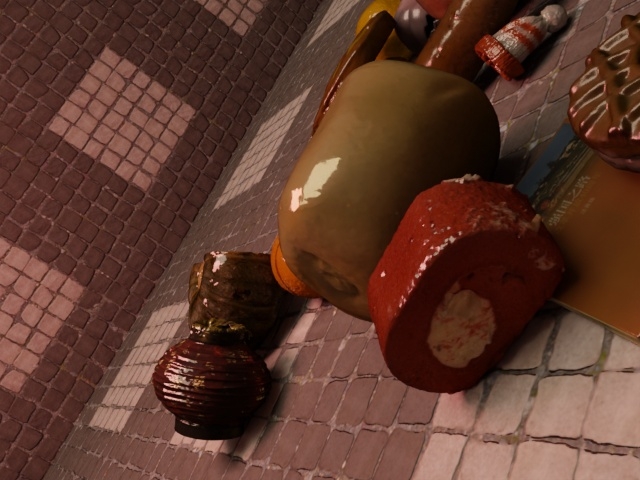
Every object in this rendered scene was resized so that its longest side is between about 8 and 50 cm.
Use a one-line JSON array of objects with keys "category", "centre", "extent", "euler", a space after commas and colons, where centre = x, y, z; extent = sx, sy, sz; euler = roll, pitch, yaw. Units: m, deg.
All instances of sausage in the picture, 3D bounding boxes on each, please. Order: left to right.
[{"category": "sausage", "centre": [0.268, -0.380, 1.394], "extent": [0.136, 0.123, 0.501], "euler": [55, 127, 40]}]

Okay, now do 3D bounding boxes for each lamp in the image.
[{"category": "lamp", "centre": [-0.216, 0.273, 1.387], "extent": [0.247, 0.247, 0.247], "euler": [-46, 21, 24]}]

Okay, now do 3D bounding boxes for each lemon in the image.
[{"category": "lemon", "centre": [0.196, -0.575, 1.886], "extent": [0.244, 0.187, 0.187], "euler": [-41, 23, 24]}]

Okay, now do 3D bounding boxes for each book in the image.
[{"category": "book", "centre": [0.349, -0.038, 0.867], "extent": [0.262, 0.028, 0.374], "euler": [-55, 20, 1]}]

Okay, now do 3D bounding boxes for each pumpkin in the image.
[{"category": "pumpkin", "centre": [-0.182, 0.153, 1.591], "extent": [0.325, 0.242, 0.232], "euler": [150, 121, -72]}]

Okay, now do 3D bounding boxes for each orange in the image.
[{"category": "orange", "centre": [-0.019, 0.024, 1.438], "extent": [0.193, 0.161, 0.193], "euler": [-52, 16, 22]}]

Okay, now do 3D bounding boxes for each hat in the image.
[{"category": "hat", "centre": [0.377, -0.376, 1.272], "extent": [0.162, 0.093, 0.112], "euler": [-43, 35, 16]}]

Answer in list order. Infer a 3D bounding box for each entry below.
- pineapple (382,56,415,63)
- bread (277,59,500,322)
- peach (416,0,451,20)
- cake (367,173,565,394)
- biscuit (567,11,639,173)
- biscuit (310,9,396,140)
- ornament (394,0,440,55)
[{"category": "pineapple", "centre": [0.139, -0.294, 1.646], "extent": [0.278, 0.158, 0.158], "euler": [-53, 16, 40]}, {"category": "bread", "centre": [0.123, -0.082, 1.076], "extent": [0.253, 0.348, 0.376], "euler": [9, 58, 35]}, {"category": "peach", "centre": [0.315, -0.603, 1.494], "extent": [0.292, 0.292, 0.247], "euler": [-66, 5, -29]}, {"category": "cake", "centre": [0.166, 0.053, 0.868], "extent": [0.283, 0.177, 0.151], "euler": [-58, 21, 29]}, {"category": "biscuit", "centre": [0.438, -0.209, 0.784], "extent": [0.332, 0.103, 0.332], "euler": [-41, 20, 18]}, {"category": "biscuit", "centre": [0.063, -0.384, 1.641], "extent": [0.350, 0.070, 0.394], "euler": [-58, 4, 21]}, {"category": "ornament", "centre": [0.274, -0.536, 1.696], "extent": [0.177, 0.177, 0.177], "euler": [-46, 21, 24]}]
